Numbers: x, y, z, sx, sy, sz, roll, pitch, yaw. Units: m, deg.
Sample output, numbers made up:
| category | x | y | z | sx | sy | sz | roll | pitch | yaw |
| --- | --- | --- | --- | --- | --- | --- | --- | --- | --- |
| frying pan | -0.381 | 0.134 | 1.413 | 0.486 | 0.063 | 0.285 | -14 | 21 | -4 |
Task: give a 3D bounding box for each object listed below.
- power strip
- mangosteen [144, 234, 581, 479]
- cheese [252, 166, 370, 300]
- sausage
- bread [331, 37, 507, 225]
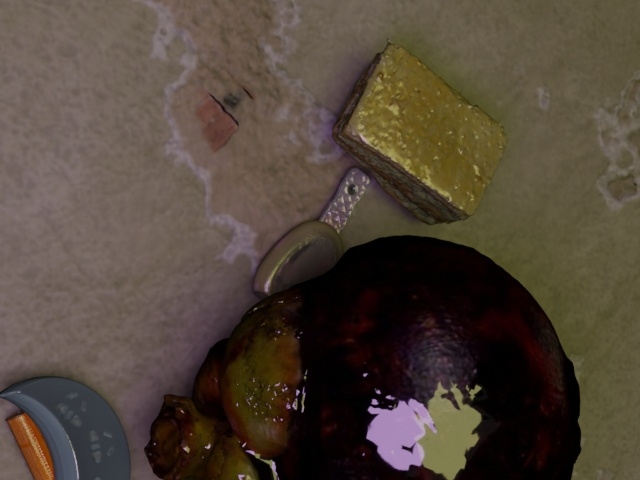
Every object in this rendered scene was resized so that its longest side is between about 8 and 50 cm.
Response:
| category | x | y | z | sx | sy | sz | roll | pitch | yaw |
| --- | --- | --- | --- | --- | --- | --- | --- | --- | --- |
| power strip | -0.254 | 0.241 | 1.296 | 0.137 | 0.044 | 0.216 | -12 | 89 | -50 |
| mangosteen | 0.062 | 0.205 | 1.297 | 0.421 | 0.381 | 0.381 | -33 | 103 | -8 |
| cheese | 0.000 | 0.000 | 1.446 | 0.097 | 0.037 | 0.192 | 36 | 75 | -23 |
| sausage | -0.291 | 0.225 | 1.315 | 0.031 | 0.031 | 0.107 | -28 | 103 | -22 |
| bread | 0.110 | -0.119 | 1.454 | 0.196 | 0.102 | 0.138 | 35 | 65 | -19 |
